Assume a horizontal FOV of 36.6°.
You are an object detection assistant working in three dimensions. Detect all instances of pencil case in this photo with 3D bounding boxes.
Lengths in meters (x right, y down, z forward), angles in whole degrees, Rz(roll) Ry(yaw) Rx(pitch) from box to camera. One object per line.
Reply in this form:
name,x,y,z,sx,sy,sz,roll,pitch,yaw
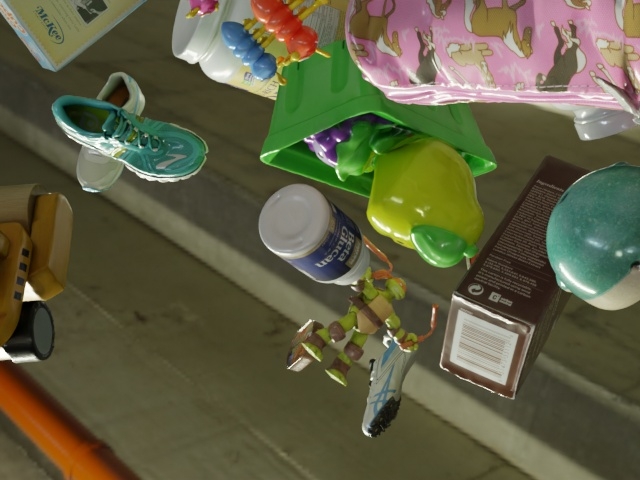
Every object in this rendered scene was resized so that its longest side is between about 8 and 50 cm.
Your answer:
pencil case,0.188,-0.194,0.843,0.167,0.160,0.386,-35,-153,-25

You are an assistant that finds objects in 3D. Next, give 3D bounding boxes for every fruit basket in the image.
fruit basket,0.118,-0.112,1.556,0.283,0.392,0.392,-18,-177,37

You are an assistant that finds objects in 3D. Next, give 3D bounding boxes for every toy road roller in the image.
toy road roller,-0.515,0.026,1.445,0.203,0.240,0.329,-4,-123,6

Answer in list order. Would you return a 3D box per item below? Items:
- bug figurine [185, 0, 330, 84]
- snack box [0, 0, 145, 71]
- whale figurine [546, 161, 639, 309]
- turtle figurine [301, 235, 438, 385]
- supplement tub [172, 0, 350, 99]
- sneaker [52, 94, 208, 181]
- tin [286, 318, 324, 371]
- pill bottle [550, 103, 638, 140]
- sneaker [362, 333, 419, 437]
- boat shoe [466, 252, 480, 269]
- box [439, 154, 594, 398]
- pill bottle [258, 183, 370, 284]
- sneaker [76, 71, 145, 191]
bug figurine,-0.095,-0.265,1.094,0.216,0.072,0.279,45,171,-12
snack box,-0.349,-0.387,1.161,0.187,0.322,0.060,-44,-143,-17
whale figurine,0.351,-0.033,1.197,0.141,0.216,0.272,33,-157,-7
turtle figurine,0.069,0.124,1.635,0.217,0.269,0.087,-44,-141,-9
supplement tub,-0.080,-0.382,1.774,0.331,0.241,0.241,15,-160,-24
sneaker,-0.328,-0.175,1.643,0.275,0.107,0.110,18,174,2
tin,-0.039,0.263,2.417,0.040,0.189,0.106,17,-117,-13
pill bottle,0.398,-0.323,1.456,0.182,0.322,0.181,-22,-170,4
sneaker,0.126,0.290,1.944,0.086,0.085,0.237,12,-128,20
boat shoe,0.315,0.065,1.889,0.043,0.137,0.049,-11,-123,13
box,0.343,0.053,1.583,0.143,0.191,0.381,22,-131,19
pill bottle,0.000,0.000,1.238,0.094,0.094,0.169,26,174,32
sneaker,-0.393,-0.199,1.766,0.087,0.228,0.092,12,161,8
